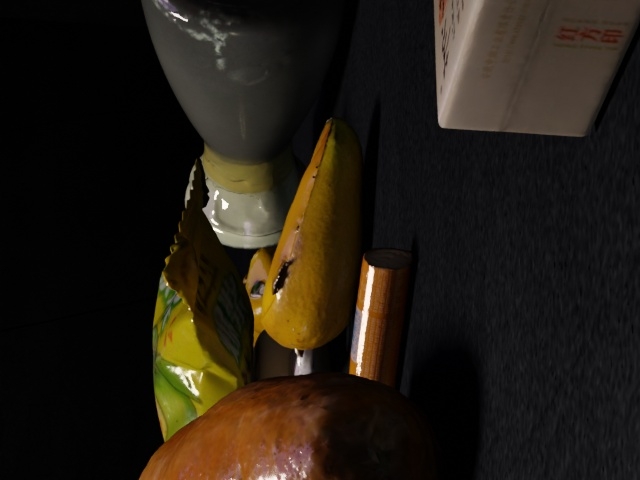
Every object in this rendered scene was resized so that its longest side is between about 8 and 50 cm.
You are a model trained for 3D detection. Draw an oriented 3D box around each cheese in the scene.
[{"bbox_3d":[-0.022,0.118,1.476,0.227,0.064,0.137,109,161,-66],"label":"cheese"}]

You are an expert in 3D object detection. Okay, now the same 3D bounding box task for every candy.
[{"bbox_3d":[-0.090,0.107,1.473,0.187,0.081,0.297,-93,-1,-61],"label":"candy"}]

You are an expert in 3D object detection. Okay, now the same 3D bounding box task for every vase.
[{"bbox_3d":[-0.064,-0.136,1.595,0.321,0.173,0.173,93,177,-53],"label":"vase"}]

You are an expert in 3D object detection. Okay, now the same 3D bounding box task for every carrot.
[{"bbox_3d":[-0.002,0.139,0.966,0.225,0.159,0.159,135,140,-64],"label":"carrot"}]

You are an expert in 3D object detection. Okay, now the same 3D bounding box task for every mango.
[{"bbox_3d":[0.000,0.000,1.324,0.101,0.066,0.187,-78,-1,-71],"label":"mango"}]

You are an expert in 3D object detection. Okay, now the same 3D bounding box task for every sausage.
[{"bbox_3d":[0.034,0.055,1.107,0.031,0.031,0.107,-97,11,-61],"label":"sausage"}]

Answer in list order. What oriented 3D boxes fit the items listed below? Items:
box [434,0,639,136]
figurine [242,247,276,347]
[{"bbox_3d":[0.077,-0.156,0.659,0.141,0.058,0.201,104,167,-62],"label":"box"},{"bbox_3d":[-0.042,0.086,1.648,0.122,0.121,0.176,62,153,17],"label":"figurine"}]
